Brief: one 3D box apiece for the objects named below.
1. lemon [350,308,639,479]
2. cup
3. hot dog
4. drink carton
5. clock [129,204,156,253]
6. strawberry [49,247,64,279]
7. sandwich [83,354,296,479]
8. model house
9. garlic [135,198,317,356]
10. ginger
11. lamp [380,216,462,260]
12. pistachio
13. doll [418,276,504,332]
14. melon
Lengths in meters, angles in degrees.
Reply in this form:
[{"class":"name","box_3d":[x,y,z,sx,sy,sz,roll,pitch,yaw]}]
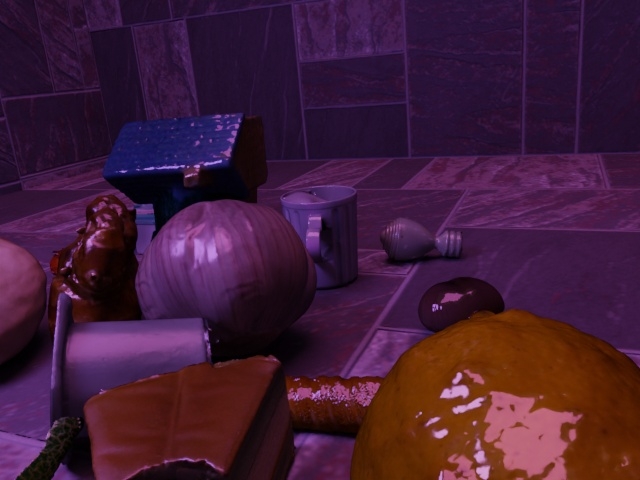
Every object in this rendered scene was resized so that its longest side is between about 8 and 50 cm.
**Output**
[{"class":"lemon","box_3d":[0.154,0.206,0.436,0.285,0.285,0.316,4,46,28]},{"class":"cup","box_3d":[-0.011,-0.002,1.247,0.167,0.202,0.221,7,21,35]},{"class":"hot dog","box_3d":[0.056,0.214,0.756,0.289,0.068,0.083,-1,25,11]},{"class":"drink carton","box_3d":[-0.250,0.186,0.764,0.190,0.185,0.191,3,54,-21]},{"class":"clock","box_3d":[-0.506,-0.039,1.697,0.262,0.116,0.231,2,13,19]},{"class":"strawberry","box_3d":[-0.607,0.066,1.441,0.121,0.082,0.188,12,5,-10]},{"class":"sandwich","box_3d":[-0.104,0.237,0.583,0.227,0.155,0.198,-13,20,-23]},{"class":"model house","box_3d":[-0.307,-0.092,1.330,0.335,0.382,0.342,-3,15,10]},{"class":"garlic","box_3d":[-0.155,0.055,0.951,0.318,0.259,0.317,-19,-25,-9]},{"class":"ginger","box_3d":[-0.402,0.064,1.031,0.153,0.274,0.357,-5,16,-16]},{"class":"lamp","box_3d":[0.237,0.002,1.353,0.193,0.106,0.106,6,18,6]},{"class":"pistachio","box_3d":[-0.619,0.111,1.026,0.230,0.229,0.309,-6,26,-1]},{"class":"doll","box_3d":[0.238,0.129,0.950,0.145,0.096,0.188,-8,26,9]},{"class":"melon","box_3d":[-0.298,0.276,0.509,0.053,0.261,0.114,35,-18,6]}]
